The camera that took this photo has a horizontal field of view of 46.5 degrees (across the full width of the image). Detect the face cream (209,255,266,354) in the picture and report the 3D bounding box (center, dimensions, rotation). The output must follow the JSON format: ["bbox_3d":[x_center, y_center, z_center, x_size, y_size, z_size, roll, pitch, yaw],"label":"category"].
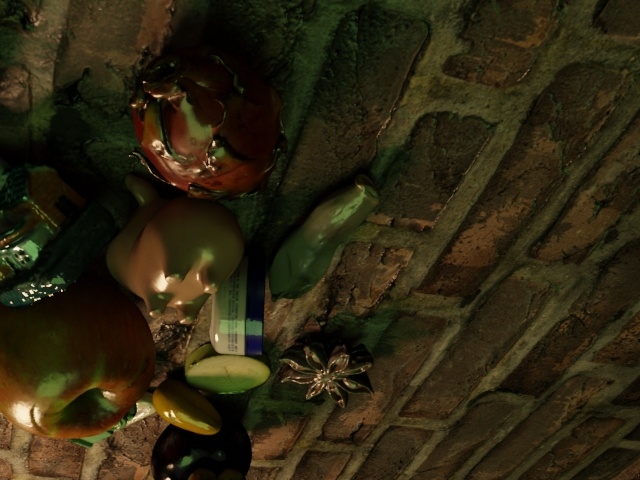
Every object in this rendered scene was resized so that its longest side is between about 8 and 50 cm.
[{"bbox_3d":[-0.169,0.134,1.546,0.111,0.206,0.206,4,138,-5],"label":"face cream"}]

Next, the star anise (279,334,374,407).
[{"bbox_3d":[0.024,0.307,1.840,0.236,0.109,0.223,9,131,9],"label":"star anise"}]

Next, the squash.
[{"bbox_3d":[-0.236,0.326,1.885,0.219,0.041,0.219,-4,143,-3],"label":"squash"}]

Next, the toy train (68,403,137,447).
[{"bbox_3d":[-0.590,0.393,1.837,0.202,0.145,0.266,-27,134,27],"label":"toy train"}]

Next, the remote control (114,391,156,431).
[{"bbox_3d":[-0.521,0.464,1.999,0.221,0.042,0.078,-29,134,24],"label":"remote control"}]

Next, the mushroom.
[{"bbox_3d":[-0.001,-0.001,1.498,0.109,0.097,0.351,18,131,-25],"label":"mushroom"}]

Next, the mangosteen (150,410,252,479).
[{"bbox_3d":[-0.313,0.603,1.982,0.275,0.302,0.275,-6,125,-8],"label":"mangosteen"}]

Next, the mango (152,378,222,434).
[{"bbox_3d":[-0.338,0.430,1.896,0.098,0.195,0.137,-55,169,-1],"label":"mango"}]

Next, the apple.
[{"bbox_3d":[-0.513,0.225,1.525,0.340,0.339,0.339,-3,138,-3],"label":"apple"}]

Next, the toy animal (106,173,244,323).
[{"bbox_3d":[-0.260,0.016,1.351,0.237,0.269,0.326,25,140,-27],"label":"toy animal"}]

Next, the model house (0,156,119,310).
[{"bbox_3d":[-0.548,-0.045,1.314,0.253,0.184,0.291,-13,123,42],"label":"model house"}]

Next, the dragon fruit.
[{"bbox_3d":[-0.181,-0.187,1.178,0.250,0.250,0.315,-32,146,26],"label":"dragon fruit"}]
